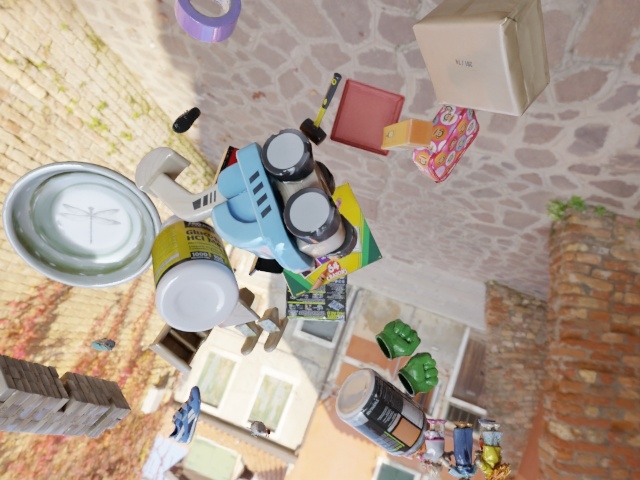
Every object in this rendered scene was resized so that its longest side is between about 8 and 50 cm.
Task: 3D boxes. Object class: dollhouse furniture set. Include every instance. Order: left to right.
[{"bbox_3d":[-0.400,0.307,1.609,0.394,0.256,0.362,-20,123,39],"label":"dollhouse furniture set"}]

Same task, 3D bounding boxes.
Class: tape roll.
[{"bbox_3d":[-0.340,-0.706,1.336,0.189,0.188,0.080,24,161,-16],"label":"tape roll"}]

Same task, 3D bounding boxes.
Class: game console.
[{"bbox_3d":[-0.284,-0.224,1.433,0.085,0.143,0.124,21,176,-21],"label":"game console"},{"bbox_3d":[-0.137,0.043,1.219,0.071,0.122,0.107,24,151,-14],"label":"game console"}]

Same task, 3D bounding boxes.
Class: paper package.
[{"bbox_3d":[0.480,-0.552,1.315,0.325,0.168,0.309,32,162,49],"label":"paper package"}]

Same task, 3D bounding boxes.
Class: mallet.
[{"bbox_3d":[-0.001,-0.290,0.958,0.062,0.039,0.189,40,146,13],"label":"mallet"}]

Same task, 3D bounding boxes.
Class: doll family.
[{"bbox_3d":[0.376,0.538,1.096,0.263,0.163,0.118,9,166,-20],"label":"doll family"}]

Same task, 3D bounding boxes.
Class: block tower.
[{"bbox_3d":[-0.528,0.315,0.869,0.097,0.091,0.335,41,171,31],"label":"block tower"}]

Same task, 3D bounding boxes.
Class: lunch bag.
[{"bbox_3d":[0.507,-0.384,1.770,0.120,0.293,0.258,37,-176,31],"label":"lunch bag"}]

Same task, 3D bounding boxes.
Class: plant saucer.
[{"bbox_3d":[-0.650,-0.049,1.245,0.401,0.400,0.100,26,-157,-24],"label":"plant saucer"},{"bbox_3d":[0.189,-0.504,1.827,0.259,0.258,0.048,15,-171,-8],"label":"plant saucer"}]

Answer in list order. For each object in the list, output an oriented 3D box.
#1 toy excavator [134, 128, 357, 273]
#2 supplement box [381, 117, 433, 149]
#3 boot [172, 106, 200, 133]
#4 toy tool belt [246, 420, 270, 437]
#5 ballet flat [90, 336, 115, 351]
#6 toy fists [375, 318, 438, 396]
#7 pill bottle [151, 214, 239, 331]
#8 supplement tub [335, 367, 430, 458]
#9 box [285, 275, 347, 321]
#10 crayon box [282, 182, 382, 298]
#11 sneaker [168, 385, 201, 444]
[{"bbox_3d":[-0.195,-0.091,1.020,0.446,0.432,0.222,-24,162,9],"label":"toy excavator"},{"bbox_3d":[0.270,-0.334,1.414,0.080,0.077,0.233,3,-173,-15],"label":"supplement box"},{"bbox_3d":[-0.430,-0.364,1.368,0.099,0.121,0.045,-4,134,47],"label":"boot"},{"bbox_3d":[-0.221,0.674,1.572,0.051,0.052,0.083,-21,133,25],"label":"toy tool belt"},{"bbox_3d":[-0.639,0.307,1.311,0.114,0.041,0.041,-7,153,41],"label":"ballet flat"},{"bbox_3d":[0.328,0.420,1.614,0.279,0.142,0.096,58,157,13],"label":"toy fists"},{"bbox_3d":[-0.329,0.059,1.125,0.188,0.187,0.334,28,-165,-34],"label":"pill bottle"},{"bbox_3d":[0.222,0.590,1.491,0.316,0.193,0.194,42,163,-17],"label":"supplement tub"},{"bbox_3d":[-0.017,0.243,1.946,0.270,0.216,0.060,1,180,5],"label":"box"},{"bbox_3d":[0.000,0.000,1.660,0.106,0.363,0.312,137,108,-82],"label":"crayon box"},{"bbox_3d":[-0.341,0.440,1.117,0.059,0.144,0.053,17,165,-23],"label":"sneaker"}]
